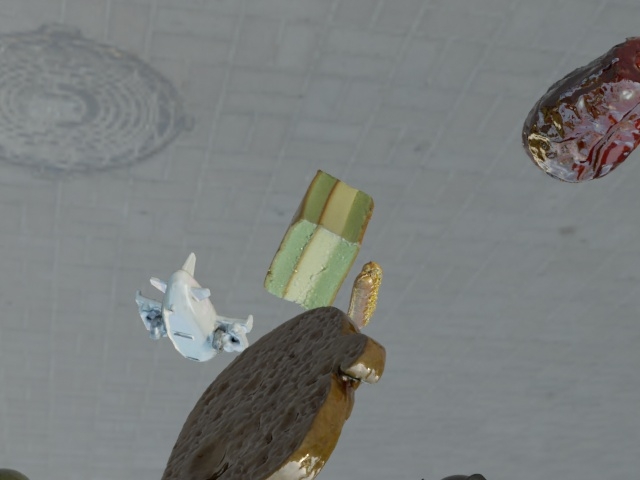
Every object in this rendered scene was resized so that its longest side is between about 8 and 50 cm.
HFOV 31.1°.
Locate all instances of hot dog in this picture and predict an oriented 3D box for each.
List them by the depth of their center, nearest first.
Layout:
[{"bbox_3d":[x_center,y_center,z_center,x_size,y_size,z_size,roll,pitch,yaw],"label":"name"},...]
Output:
[{"bbox_3d":[0.084,0.111,2.225,0.045,0.071,0.165,22,139,12],"label":"hot dog"}]

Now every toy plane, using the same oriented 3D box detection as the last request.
[{"bbox_3d":[-0.250,0.143,2.237,0.252,0.118,0.252,16,141,13],"label":"toy plane"}]

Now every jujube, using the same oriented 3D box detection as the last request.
[{"bbox_3d":[0.528,-0.245,2.180,0.216,0.216,0.342,8,148,-18],"label":"jujube"}]

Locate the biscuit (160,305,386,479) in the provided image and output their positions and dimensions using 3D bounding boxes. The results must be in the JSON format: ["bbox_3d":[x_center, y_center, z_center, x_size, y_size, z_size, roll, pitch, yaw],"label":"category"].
[{"bbox_3d":[-0.049,0.202,1.329,0.314,0.367,0.063,-32,108,22],"label":"biscuit"}]

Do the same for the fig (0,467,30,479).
[{"bbox_3d":[-0.511,0.489,1.984,0.259,0.151,0.151,19,160,22],"label":"fig"}]

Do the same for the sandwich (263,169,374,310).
[{"bbox_3d":[0.000,0.000,1.828,0.117,0.187,0.144,27,120,-4],"label":"sandwich"}]

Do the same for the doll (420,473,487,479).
[{"bbox_3d":[0.221,0.474,1.932,0.182,0.117,0.257,42,136,-1],"label":"doll"}]
